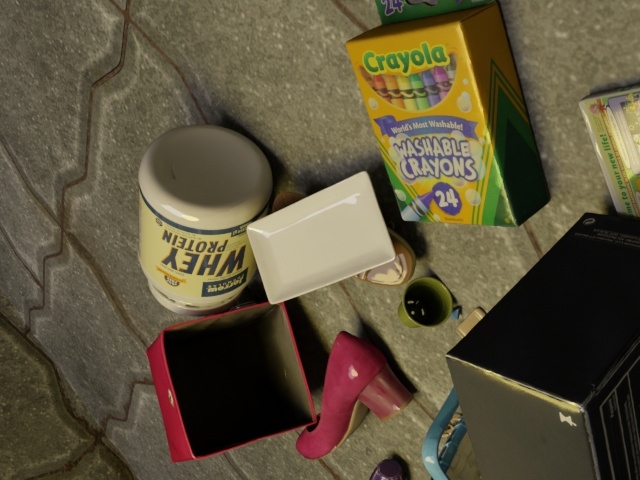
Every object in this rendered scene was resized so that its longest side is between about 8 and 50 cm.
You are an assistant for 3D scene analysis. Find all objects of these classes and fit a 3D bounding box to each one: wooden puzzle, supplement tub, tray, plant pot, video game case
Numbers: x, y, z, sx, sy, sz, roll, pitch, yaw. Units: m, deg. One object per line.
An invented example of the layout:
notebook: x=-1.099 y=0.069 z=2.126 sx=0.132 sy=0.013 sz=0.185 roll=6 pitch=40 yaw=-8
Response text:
wooden puzzle: x=0.254 y=0.147 z=1.312 sx=0.116 sy=0.014 sz=0.078 roll=51 pitch=142 yaw=7
supplement tub: x=-0.222 y=-0.029 z=1.566 sx=0.235 sy=0.235 sz=0.324 roll=42 pitch=144 yaw=21
tray: x=0.000 y=0.000 z=1.347 sx=0.270 sy=0.030 sz=0.145 roll=-23 pitch=84 yaw=37
plant pot: x=0.160 y=0.108 z=1.349 sx=0.083 sy=0.083 sz=0.079 roll=52 pitch=160 yaw=6
video game case: x=0.403 y=-0.077 z=0.921 sx=0.193 sy=0.023 sz=0.212 roll=-4 pitch=116 yaw=53

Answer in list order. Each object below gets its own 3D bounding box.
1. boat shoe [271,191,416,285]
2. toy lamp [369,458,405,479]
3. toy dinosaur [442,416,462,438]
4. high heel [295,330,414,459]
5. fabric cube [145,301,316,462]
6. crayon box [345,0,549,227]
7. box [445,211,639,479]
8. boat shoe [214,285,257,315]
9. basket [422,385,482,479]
boat shoe: x=0.049 y=-0.014 z=1.385 sx=0.285 sy=0.089 sz=0.104 roll=30 pitch=113 yaw=31
toy lamp: x=0.135 y=0.551 z=1.754 sx=0.080 sy=0.080 sz=0.274 roll=35 pitch=143 yaw=29
toy dinosaur: x=0.271 y=0.336 z=1.433 sx=0.183 sy=0.053 sz=0.092 roll=16 pitch=147 yaw=46
high heel: x=0.019 y=0.304 z=1.645 sx=0.181 sy=0.127 sz=0.377 roll=48 pitch=133 yaw=1
fabric cube: x=-0.191 y=0.289 z=1.689 sx=0.258 sy=0.259 sz=0.254 roll=141 pitch=115 yaw=-66
crayon box: x=0.157 y=-0.179 z=1.093 sx=0.203 sy=0.083 sz=0.323 roll=5 pitch=121 yaw=50
box: x=0.322 y=0.174 z=0.966 sx=0.183 sy=0.294 sz=0.296 roll=15 pitch=135 yaw=45
boat shoe: x=-0.190 y=0.150 z=1.833 sx=0.219 sy=0.078 sz=0.070 roll=-38 pitch=66 yaw=59
basket: x=0.259 y=0.317 z=1.232 sx=0.201 sy=0.255 sz=0.289 roll=-4 pitch=123 yaw=40
